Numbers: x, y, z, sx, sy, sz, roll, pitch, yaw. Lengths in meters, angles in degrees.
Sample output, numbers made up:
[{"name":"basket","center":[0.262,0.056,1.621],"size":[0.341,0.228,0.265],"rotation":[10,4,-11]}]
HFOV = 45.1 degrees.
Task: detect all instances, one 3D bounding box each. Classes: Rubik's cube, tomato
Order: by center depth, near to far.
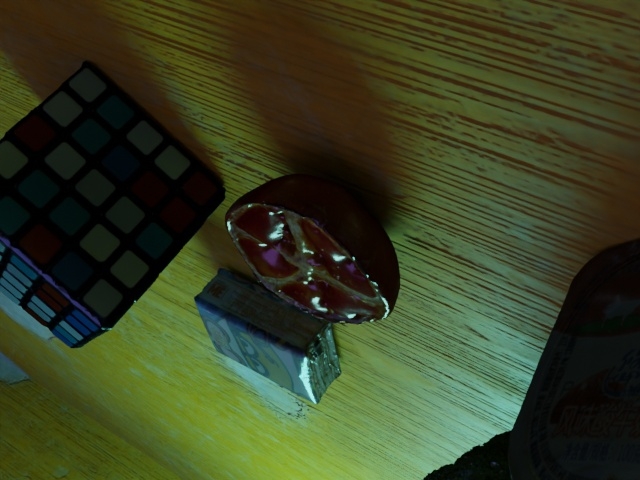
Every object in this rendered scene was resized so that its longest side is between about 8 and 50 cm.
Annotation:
[{"name":"tomato","center":[0.000,0.000,0.634],"size":[0.156,0.069,0.155],"rotation":[25,150,16]},{"name":"Rubik's cube","center":[-0.234,-0.024,0.754],"size":[0.187,0.182,0.184],"rotation":[42,151,-9]}]

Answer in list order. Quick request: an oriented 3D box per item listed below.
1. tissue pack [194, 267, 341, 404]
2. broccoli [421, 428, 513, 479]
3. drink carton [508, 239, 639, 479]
[{"name":"tissue pack","center":[-0.057,0.107,0.872],"size":[0.155,0.065,0.115],"rotation":[25,148,26]},{"name":"broccoli","center":[0.190,0.263,0.599],"size":[0.254,0.269,0.269],"rotation":[35,157,-29]},{"name":"drink carton","center":[0.235,0.115,0.421],"size":[0.190,0.191,0.185],"rotation":[40,151,-19]}]
